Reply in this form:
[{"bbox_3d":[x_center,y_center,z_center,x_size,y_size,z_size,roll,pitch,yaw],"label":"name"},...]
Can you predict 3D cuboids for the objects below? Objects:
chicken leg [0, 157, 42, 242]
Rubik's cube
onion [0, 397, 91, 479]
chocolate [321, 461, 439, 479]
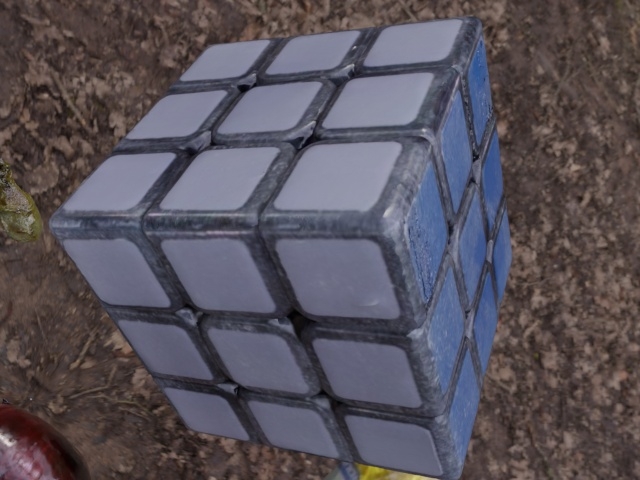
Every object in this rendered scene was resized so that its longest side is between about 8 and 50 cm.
[{"bbox_3d":[-0.768,-0.093,1.685,0.088,0.103,0.228,-68,147,-51],"label":"chicken leg"},{"bbox_3d":[0.000,0.000,0.647,0.301,0.303,0.305,-61,142,-42],"label":"Rubik's cube"},{"bbox_3d":[-0.470,0.380,0.971,0.273,0.273,0.285,41,28,-10],"label":"onion"},{"bbox_3d":[-0.002,0.472,1.013,0.445,0.162,0.162,-41,96,-15],"label":"chocolate"}]
